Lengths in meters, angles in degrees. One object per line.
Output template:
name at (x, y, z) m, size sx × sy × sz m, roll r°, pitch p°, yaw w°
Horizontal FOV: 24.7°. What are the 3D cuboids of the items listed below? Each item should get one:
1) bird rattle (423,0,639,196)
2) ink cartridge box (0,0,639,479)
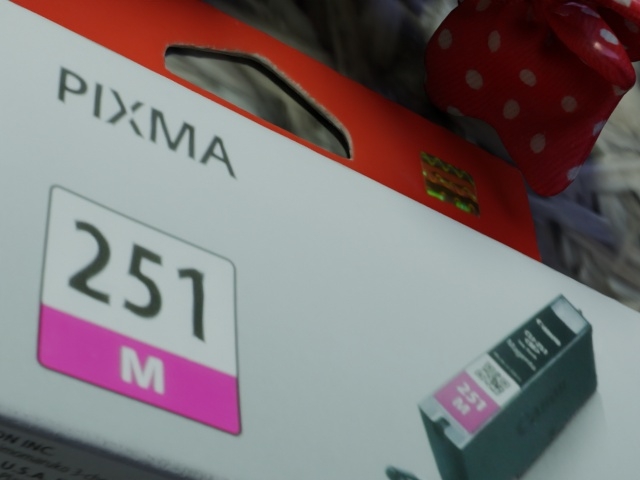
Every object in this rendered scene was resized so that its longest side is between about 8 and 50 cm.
bird rattle at (0.070, -0.149, 0.516) m, size 0.143 × 0.253 × 0.207 m, roll -41°, pitch 81°, yaw -10°
ink cartridge box at (0.000, 0.000, 0.444) m, size 0.275 × 0.060 × 0.239 m, roll 24°, pitch 43°, yaw -30°
